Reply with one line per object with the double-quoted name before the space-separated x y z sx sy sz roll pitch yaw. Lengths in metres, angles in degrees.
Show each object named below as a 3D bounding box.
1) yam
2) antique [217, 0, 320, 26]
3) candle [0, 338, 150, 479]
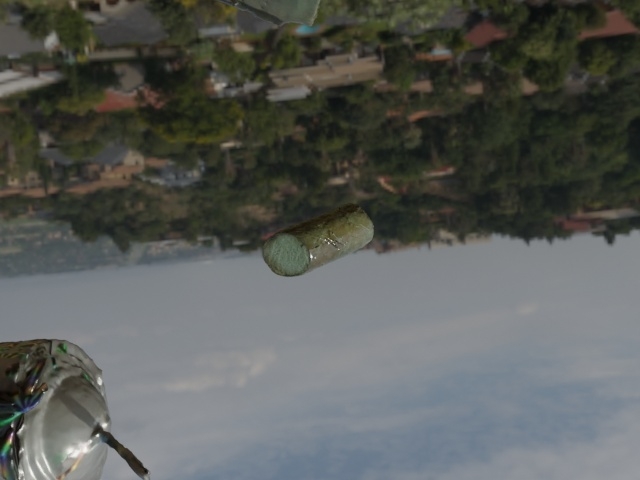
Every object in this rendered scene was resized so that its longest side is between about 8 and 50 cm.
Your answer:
"yam" 0.000 0.000 0.704 0.043 0.043 0.094 -7 -168 46
"antique" -0.119 -0.354 0.955 0.284 0.150 0.125 16 146 -8
"candle" -0.295 0.189 0.838 0.330 0.188 0.187 -6 179 19
